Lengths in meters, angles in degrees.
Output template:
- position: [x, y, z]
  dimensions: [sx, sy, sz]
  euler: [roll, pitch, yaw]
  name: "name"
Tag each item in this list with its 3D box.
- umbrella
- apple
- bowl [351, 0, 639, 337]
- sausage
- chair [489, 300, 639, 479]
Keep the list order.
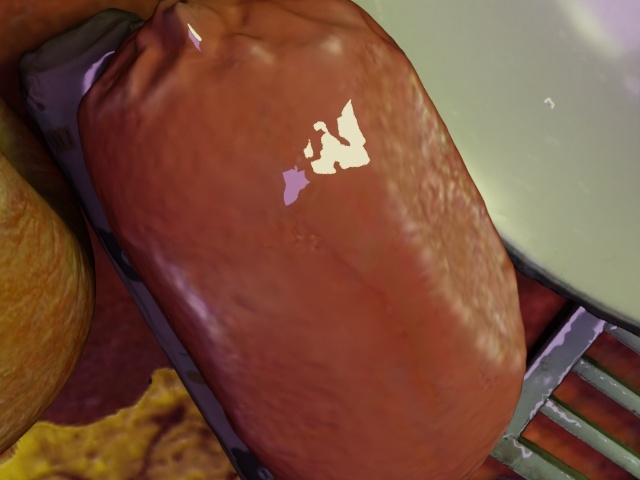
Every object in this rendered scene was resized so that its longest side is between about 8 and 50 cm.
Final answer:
- position: [-0.037, 0.046, 0.816]
  dimensions: [0.073, 0.067, 0.337]
  euler: [-22, 113, 12]
  name: "umbrella"
- position: [-0.198, 0.010, 0.703]
  dimensions: [0.188, 0.211, 0.211]
  euler: [-34, 111, -1]
  name: "apple"
- position: [0.183, -0.130, 0.680]
  dimensions: [0.354, 0.353, 0.185]
  euler: [56, 52, -21]
  name: "bowl"
- position: [0.000, 0.000, 0.710]
  dimensions: [0.148, 0.148, 0.254]
  euler: [-33, 119, 5]
  name: "sausage"
- position: [0.228, 0.142, 0.845]
  dimensions: [0.270, 0.147, 0.136]
  euler: [33, 104, -19]
  name: "chair"
